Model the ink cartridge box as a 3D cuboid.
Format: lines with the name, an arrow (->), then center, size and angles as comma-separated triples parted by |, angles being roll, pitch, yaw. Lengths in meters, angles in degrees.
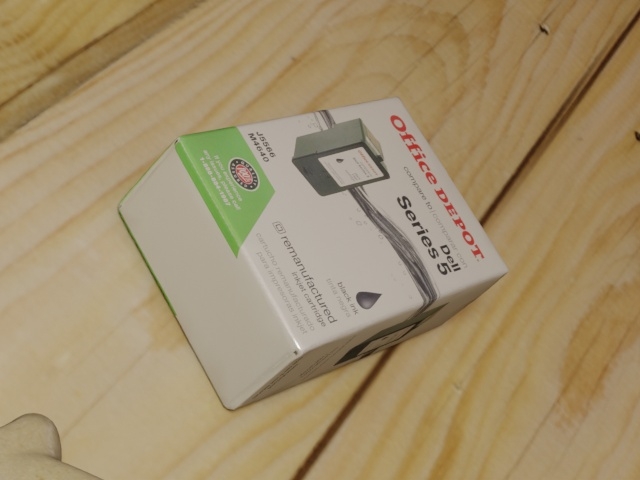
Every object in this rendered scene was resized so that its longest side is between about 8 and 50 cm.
ink cartridge box -> 0.000, 0.000, 1.097 | 0.273, 0.115, 0.198 | -17, 71, -45

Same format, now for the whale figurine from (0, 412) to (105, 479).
whale figurine -> -0.158, 0.228, 0.811 | 0.216, 0.141, 0.272 | -12, 44, -43
